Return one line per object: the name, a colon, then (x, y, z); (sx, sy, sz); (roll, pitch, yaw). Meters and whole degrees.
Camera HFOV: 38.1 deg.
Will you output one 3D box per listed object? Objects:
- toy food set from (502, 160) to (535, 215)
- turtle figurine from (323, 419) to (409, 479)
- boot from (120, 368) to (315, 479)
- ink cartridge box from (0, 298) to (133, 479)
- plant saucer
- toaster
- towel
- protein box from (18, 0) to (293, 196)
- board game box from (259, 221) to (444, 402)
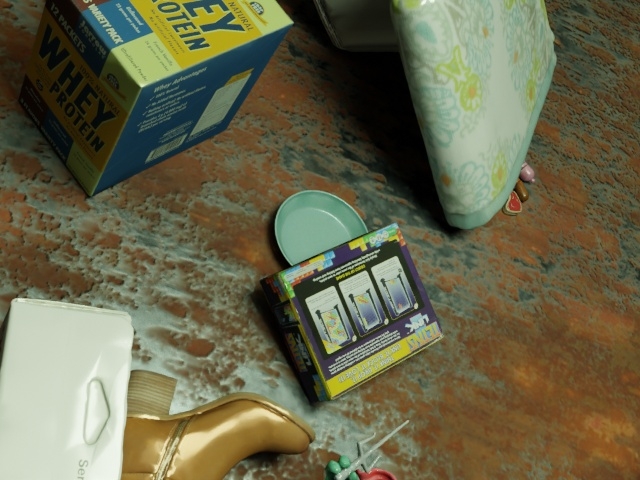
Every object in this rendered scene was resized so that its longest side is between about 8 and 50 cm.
toy food set: (0.252, -0.083, 1.230); (0.077, 0.019, 0.122); (20, 56, -17)
turtle figurine: (0.053, 0.296, 0.855); (0.175, 0.118, 0.234); (35, 67, 12)
boot: (-0.108, 0.214, 0.846); (0.197, 0.073, 0.152); (14, 56, -7)
ink cartridge box: (-0.222, 0.159, 0.719); (0.092, 0.219, 0.160); (11, 59, -23)
plant saucer: (0.000, 0.000, 1.050); (0.119, 0.021, 0.119); (12, 59, -21)
toaster: (0.076, -0.322, 1.156); (0.227, 0.146, 0.129); (61, 41, -45)
towel: (0.194, -0.250, 1.142); (0.375, 0.090, 0.321); (-63, 141, -39)
protein box: (-0.172, -0.182, 0.947); (0.199, 0.201, 0.136); (-33, 82, -37)
board game box: (0.037, 0.074, 0.993); (0.170, 0.048, 0.141); (-22, 91, -35)
